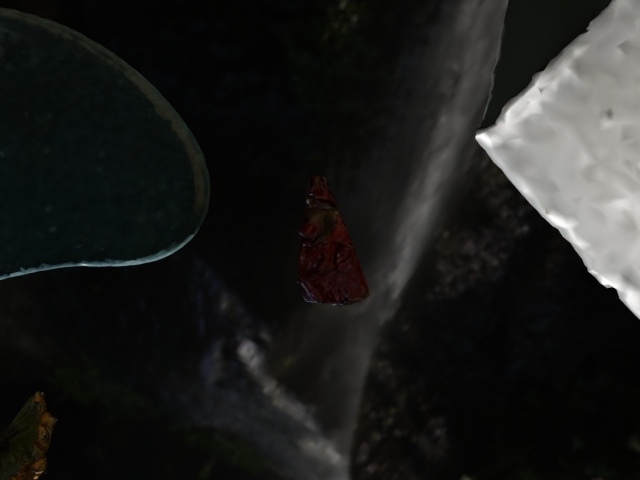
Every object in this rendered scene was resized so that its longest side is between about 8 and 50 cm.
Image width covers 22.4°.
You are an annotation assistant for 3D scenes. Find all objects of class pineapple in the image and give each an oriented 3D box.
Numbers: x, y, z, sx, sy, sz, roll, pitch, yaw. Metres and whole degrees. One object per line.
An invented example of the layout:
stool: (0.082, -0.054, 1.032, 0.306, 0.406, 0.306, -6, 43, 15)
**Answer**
pineapple: (-0.197, 0.141, 1.050, 0.045, 0.083, 0.019, 36, 180, 44)

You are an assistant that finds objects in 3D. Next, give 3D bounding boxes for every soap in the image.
soap: (0.317, -0.146, 1.044, 0.350, 0.213, 0.435, 46, -130, -4)

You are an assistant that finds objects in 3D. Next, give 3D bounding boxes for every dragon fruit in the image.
dragon fruit: (-0.003, 0.002, 1.539, 0.063, 0.131, 0.097, -21, -124, -1)

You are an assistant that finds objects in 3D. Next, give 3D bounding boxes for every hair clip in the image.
hair clip: (-0.289, -0.093, 0.715, 0.392, 0.318, 0.238, 59, -171, 0)
